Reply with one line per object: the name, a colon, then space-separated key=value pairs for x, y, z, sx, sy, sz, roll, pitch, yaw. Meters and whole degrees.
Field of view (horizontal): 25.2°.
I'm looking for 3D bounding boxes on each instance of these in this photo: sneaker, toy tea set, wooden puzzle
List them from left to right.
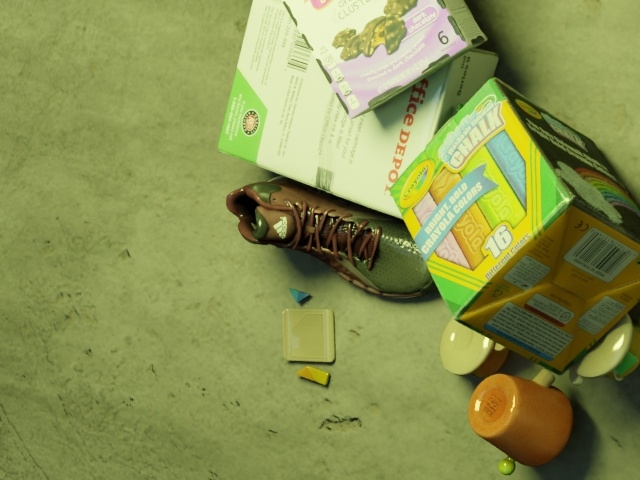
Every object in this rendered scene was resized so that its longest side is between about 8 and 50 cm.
wooden puzzle: x=-0.014 y=0.122 z=1.834 sx=0.079 sy=0.014 sz=0.116 roll=7 pitch=96 yaw=29
sneaker: x=0.000 y=0.000 z=1.729 sx=0.281 sy=0.162 sz=0.106 roll=22 pitch=103 yaw=31
toy tea set: x=0.290 y=0.114 z=1.597 sx=0.336 sy=0.124 sz=0.200 roll=-38 pitch=42 yaw=32

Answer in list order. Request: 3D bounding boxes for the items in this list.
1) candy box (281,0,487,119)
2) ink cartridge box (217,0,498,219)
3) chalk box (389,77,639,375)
candy box: x=0.058 y=-0.259 z=1.568 sx=0.165 sy=0.070 sz=0.196 roll=-31 pitch=89 yaw=29
ink cartridge box: x=0.042 y=-0.164 z=1.719 sx=0.289 sy=0.122 sz=0.211 roll=23 pitch=104 yaw=30
chalk box: x=0.208 y=-0.036 z=1.533 sx=0.179 sy=0.180 sz=0.289 roll=-48 pitch=36 yaw=21
